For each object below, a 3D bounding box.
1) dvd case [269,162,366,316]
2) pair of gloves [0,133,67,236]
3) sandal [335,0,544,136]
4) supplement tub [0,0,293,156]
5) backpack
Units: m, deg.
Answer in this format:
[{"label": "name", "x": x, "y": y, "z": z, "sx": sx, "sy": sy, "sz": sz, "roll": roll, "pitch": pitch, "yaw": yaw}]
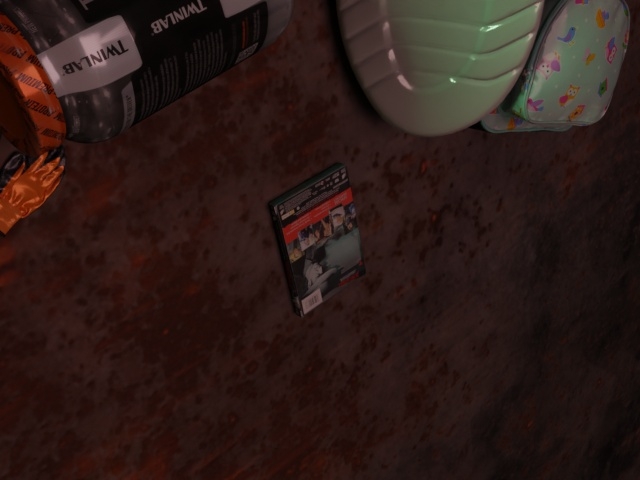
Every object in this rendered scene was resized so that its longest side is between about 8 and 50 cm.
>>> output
[{"label": "dvd case", "x": 0.000, "y": 0.000, "z": 0.749, "sx": 0.087, "sy": 0.013, "sz": 0.119, "roll": -33, "pitch": 125, "yaw": -31}, {"label": "pair of gloves", "x": -0.207, "y": -0.051, "z": 0.531, "sx": 0.074, "sy": 0.010, "sz": 0.083, "roll": -52, "pitch": 133, "yaw": -16}, {"label": "sandal", "x": 0.088, "y": -0.285, "z": 0.651, "sx": 0.102, "sy": 0.169, "sz": 0.416, "roll": -72, "pitch": 155, "yaw": -56}, {"label": "supplement tub", "x": -0.119, "y": -0.137, "z": 0.506, "sx": 0.190, "sy": 0.117, "sz": 0.117, "roll": -38, "pitch": 129, "yaw": -28}, {"label": "backpack", "x": 0.200, "y": -0.197, "z": 0.775, "sx": 0.165, "sy": 0.144, "sz": 0.188, "roll": -5, "pitch": 107, "yaw": -38}]
